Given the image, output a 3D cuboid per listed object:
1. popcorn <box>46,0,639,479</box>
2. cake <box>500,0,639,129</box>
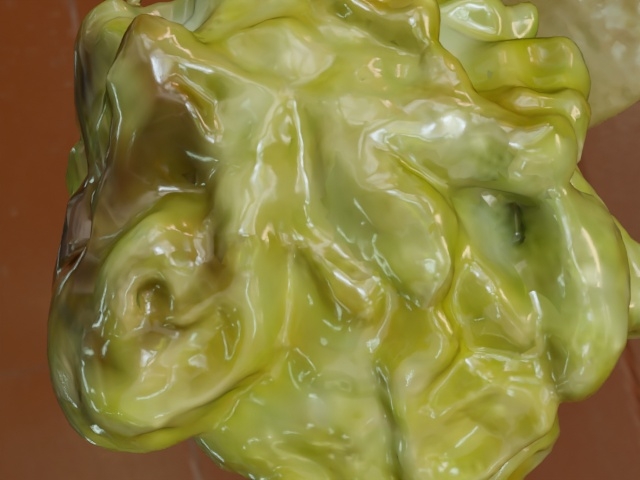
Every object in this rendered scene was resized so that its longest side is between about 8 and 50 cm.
[{"bbox_3d":[0.016,-0.008,0.908,0.312,0.312,0.312,14,111,42],"label":"popcorn"},{"bbox_3d":[0.106,-0.269,1.164,0.332,0.332,0.321,-13,132,46],"label":"cake"}]
